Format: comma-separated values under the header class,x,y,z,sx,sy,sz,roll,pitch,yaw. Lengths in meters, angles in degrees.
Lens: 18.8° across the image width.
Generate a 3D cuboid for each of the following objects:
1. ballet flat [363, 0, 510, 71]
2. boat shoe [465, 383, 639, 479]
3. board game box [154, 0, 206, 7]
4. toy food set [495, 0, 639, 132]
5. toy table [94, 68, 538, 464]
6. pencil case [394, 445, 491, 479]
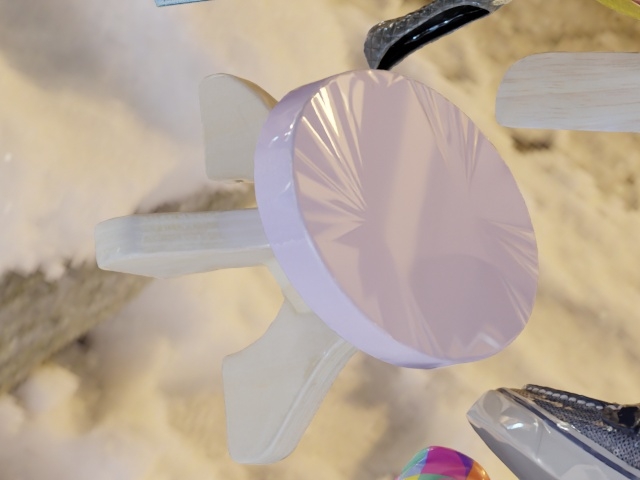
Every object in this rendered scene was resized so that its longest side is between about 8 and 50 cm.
class,x,y,z,sx,sy,sz,roll,pitch,yaw
ballet flat,0.120,-0.209,1.873,0.057,0.173,0.049,28,45,-50
boat shoe,0.252,0.141,1.261,0.158,0.127,0.340,-47,40,-12
board game box,-0.106,-0.334,1.475,0.144,0.142,0.275,-58,131,-37
toy food set,0.084,-0.128,0.523,0.128,0.217,0.071,15,16,42
toy table,0.000,0.000,1.183,0.274,0.161,0.252,29,54,-48
pencil case,0.078,0.281,1.706,0.104,0.104,0.236,36,37,3
